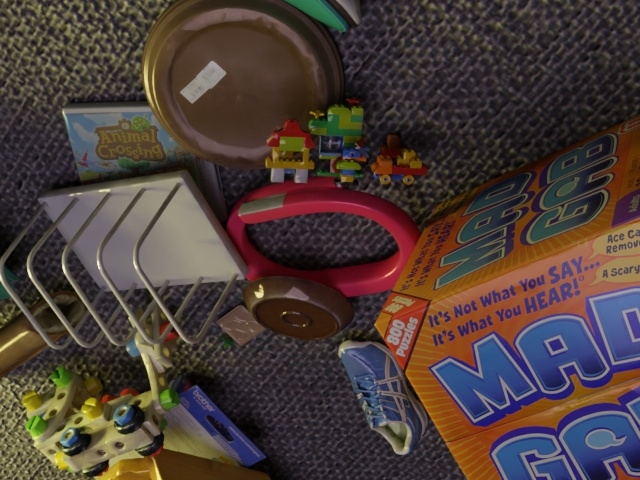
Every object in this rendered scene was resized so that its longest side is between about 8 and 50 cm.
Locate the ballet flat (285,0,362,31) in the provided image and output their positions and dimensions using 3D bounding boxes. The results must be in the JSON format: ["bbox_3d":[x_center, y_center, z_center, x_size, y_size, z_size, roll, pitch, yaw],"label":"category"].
[{"bbox_3d":[-0.088,-0.394,1.519,0.400,0.139,0.139,27,128,-28],"label":"ballet flat"}]

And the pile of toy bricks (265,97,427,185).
[{"bbox_3d":[0.031,-0.137,1.673,0.212,0.118,0.105,1,108,-9],"label":"pile of toy bricks"}]

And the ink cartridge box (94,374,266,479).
[{"bbox_3d":[-0.253,0.337,2.100,0.311,0.065,0.186,-28,114,31],"label":"ink cartridge box"}]

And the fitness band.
[{"bbox_3d":[0.000,0.000,1.787,0.291,0.054,0.209,-8,137,27],"label":"fitness band"}]

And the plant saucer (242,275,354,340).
[{"bbox_3d":[-0.035,0.106,1.869,0.168,0.029,0.168,10,151,6],"label":"plant saucer"}]

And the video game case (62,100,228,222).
[{"bbox_3d":[-0.251,-0.111,1.826,0.212,0.023,0.193,0,123,14],"label":"video game case"}]

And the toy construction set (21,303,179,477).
[{"bbox_3d":[-0.329,0.249,1.984,0.327,0.215,0.151,-37,119,26],"label":"toy construction set"}]

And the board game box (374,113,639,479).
[{"bbox_3d":[0.343,0.105,1.587,0.356,0.356,0.356,-24,106,27],"label":"board game box"}]

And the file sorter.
[{"bbox_3d":[-0.287,0.040,1.800,0.277,0.173,0.193,-6,128,33],"label":"file sorter"}]

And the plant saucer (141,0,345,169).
[{"bbox_3d":[-0.107,-0.209,1.697,0.278,0.041,0.278,3,124,5],"label":"plant saucer"}]

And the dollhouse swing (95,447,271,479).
[{"bbox_3d":[-0.239,0.565,2.054,0.315,0.305,0.347,20,139,-30],"label":"dollhouse swing"}]

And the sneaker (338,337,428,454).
[{"bbox_3d":[0.097,0.236,1.932,0.080,0.081,0.211,-26,112,29],"label":"sneaker"}]

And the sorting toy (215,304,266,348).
[{"bbox_3d":[-0.132,0.136,1.966,0.083,0.012,0.062,-35,114,27],"label":"sorting toy"}]

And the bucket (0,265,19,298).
[{"bbox_3d":[-0.613,0.087,1.906,0.281,0.281,0.183,-33,110,30],"label":"bucket"}]

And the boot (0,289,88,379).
[{"bbox_3d":[-0.521,0.185,1.975,0.269,0.236,0.089,-31,97,32],"label":"boot"}]
